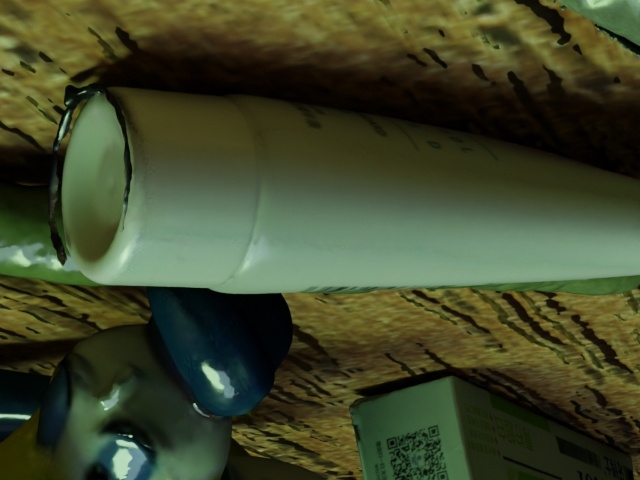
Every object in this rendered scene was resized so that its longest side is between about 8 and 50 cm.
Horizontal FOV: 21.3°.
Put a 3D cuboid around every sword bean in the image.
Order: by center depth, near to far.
[{"bbox_3d":[0.001,0.000,0.579,0.269,0.043,0.038,2,129,-25],"label":"sword bean"}]

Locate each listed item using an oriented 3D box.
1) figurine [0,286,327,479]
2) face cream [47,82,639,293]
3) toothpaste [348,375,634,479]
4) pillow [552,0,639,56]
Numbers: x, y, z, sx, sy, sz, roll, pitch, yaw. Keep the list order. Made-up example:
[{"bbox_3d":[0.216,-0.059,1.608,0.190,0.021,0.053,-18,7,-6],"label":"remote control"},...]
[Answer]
[{"bbox_3d":[-0.099,0.094,0.715,0.284,0.204,0.338,6,147,-15],"label":"figurine"},{"bbox_3d":[0.039,-0.010,0.530,0.244,0.058,0.092,2,-169,-30],"label":"face cream"},{"bbox_3d":[0.118,0.148,0.998,0.067,0.081,0.336,-18,159,22],"label":"toothpaste"},{"bbox_3d":[0.168,-0.057,0.458,0.148,0.050,0.230,-25,156,25],"label":"pillow"}]
